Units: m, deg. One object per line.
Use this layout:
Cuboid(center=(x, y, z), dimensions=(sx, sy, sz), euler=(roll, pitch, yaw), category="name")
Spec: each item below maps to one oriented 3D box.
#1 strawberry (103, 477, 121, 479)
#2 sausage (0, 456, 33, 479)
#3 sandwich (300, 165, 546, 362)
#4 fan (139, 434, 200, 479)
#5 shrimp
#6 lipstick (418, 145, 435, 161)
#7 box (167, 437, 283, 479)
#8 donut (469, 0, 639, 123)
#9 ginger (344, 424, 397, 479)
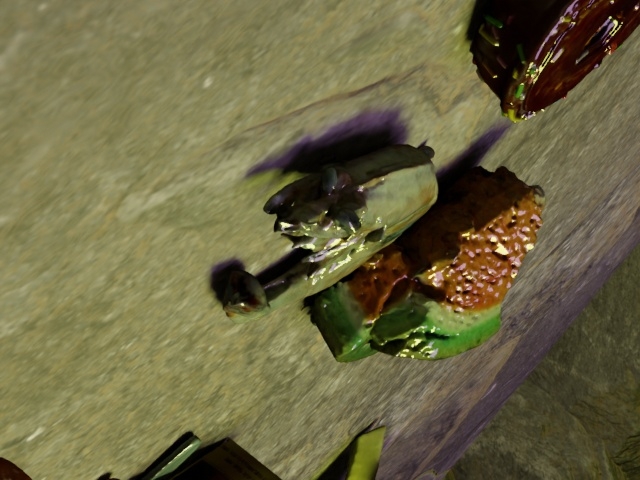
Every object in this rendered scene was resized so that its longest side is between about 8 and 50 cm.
Cuboid(center=(-0.229, 0.288, 1.550), dimensions=(0.073, 0.073, 0.083), euler=(14, 84, -73), category="strawberry")
Cuboid(center=(-0.317, 0.283, 1.220), dimensions=(0.102, 0.102, 0.330), euler=(-26, 157, -51), category="sausage")
Cuboid(center=(0.144, 0.046, 1.686), dimensions=(0.301, 0.162, 0.250), euler=(-43, 170, 2), category="sandwich")
Cuboid(center=(-0.241, 0.318, 1.662), dimensions=(0.282, 0.023, 0.057), euler=(-42, 174, -11), category="fan")
Cuboid(center=(0.000, 0.000, 1.361), dimensions=(0.247, 0.085, 0.360), euler=(-40, 170, 9), category="shrimp")
Cuboid(center=(0.101, -0.068, 1.539), dimensions=(0.019, 0.019, 0.094), euler=(-38, 163, -24), category="lipstick")
Cuboid(center=(-0.112, 0.327, 1.728), dimensions=(0.071, 0.159, 0.240), euler=(-54, 168, 18), category="box")
Cuboid(center=(0.228, -0.214, 1.346), dimensions=(0.235, 0.089, 0.235), euler=(-42, 164, -14), category="donut")
Cuboid(center=(0.032, 0.511, 2.660), dimensions=(0.413, 0.211, 0.358), euler=(-42, -179, 26), category="ginger")
